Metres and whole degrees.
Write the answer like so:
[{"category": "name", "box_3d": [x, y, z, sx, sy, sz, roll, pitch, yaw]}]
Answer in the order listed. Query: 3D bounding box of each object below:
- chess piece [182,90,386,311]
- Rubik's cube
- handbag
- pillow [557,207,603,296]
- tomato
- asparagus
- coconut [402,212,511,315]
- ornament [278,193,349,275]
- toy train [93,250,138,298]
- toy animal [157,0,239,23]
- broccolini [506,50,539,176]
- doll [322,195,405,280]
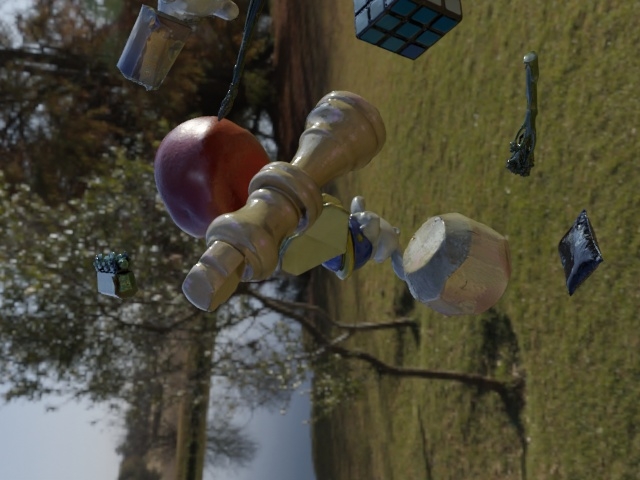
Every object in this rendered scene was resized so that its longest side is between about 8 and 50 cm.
[{"category": "chess piece", "box_3d": [-0.047, -0.052, 1.036, 0.397, 0.117, 0.117, -52, -13, -38]}, {"category": "Rubik's cube", "box_3d": [0.173, -0.490, 1.569, 0.160, 0.162, 0.163, -32, 55, 51]}, {"category": "handbag", "box_3d": [-0.355, -0.397, 1.645, 0.095, 0.117, 0.173, 43, 111, 30]}, {"category": "pillow", "box_3d": [0.653, 0.028, 1.962, 0.208, 0.055, 0.141, -82, 14, -53]}, {"category": "tomato", "box_3d": [-0.267, -0.153, 2.007, 0.290, 0.293, 0.325, -52, -44, -36]}, {"category": "asparagus", "box_3d": [-0.131, -0.303, 1.285, 0.022, 0.023, 0.233, -116, 42, -59]}, {"category": "coconut", "box_3d": [0.310, 0.061, 1.715, 0.227, 0.230, 0.227, -49, 24, 30]}, {"category": "ornament", "box_3d": [0.000, 0.000, 1.797, 0.201, 0.180, 0.059, -51, 46, 14]}, {"category": "toy train", "box_3d": [-0.322, 0.053, 1.207, 0.148, 0.038, 0.071, -1, 99, 63]}, {"category": "toy animal", "box_3d": [-0.292, -0.603, 1.720, 0.289, 0.249, 0.174, 138, 123, -63]}, {"category": "broccolini", "box_3d": [0.528, -0.322, 2.041, 0.079, 0.074, 0.392, 44, 159, 41]}, {"category": "doll", "box_3d": [0.092, -0.029, 2.015, 0.311, 0.243, 0.159, -107, 8, -47]}]
